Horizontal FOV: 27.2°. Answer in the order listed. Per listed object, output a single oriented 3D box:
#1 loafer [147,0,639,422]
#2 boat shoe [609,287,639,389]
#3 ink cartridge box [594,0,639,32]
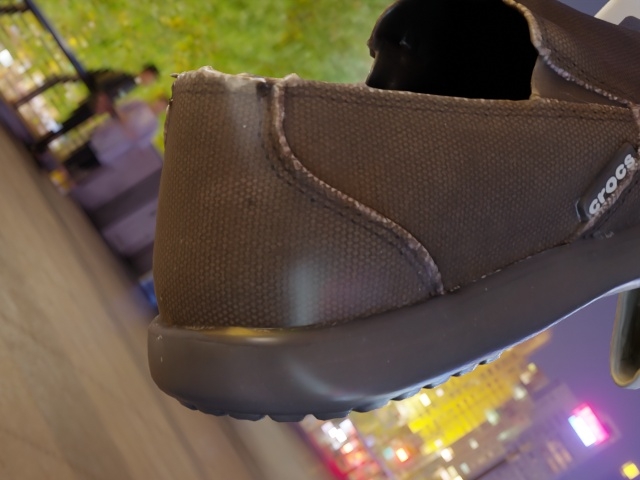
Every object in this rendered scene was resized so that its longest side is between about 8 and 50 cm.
[{"bbox_3d":[0.090,-0.046,0.513,0.134,0.366,0.130,3,-72,46],"label":"loafer"},{"bbox_3d":[0.275,0.013,1.006,0.095,0.084,0.258,-129,-147,-52],"label":"boat shoe"},{"bbox_3d":[0.262,-0.145,1.117,0.100,0.237,0.172,46,17,5],"label":"ink cartridge box"}]
